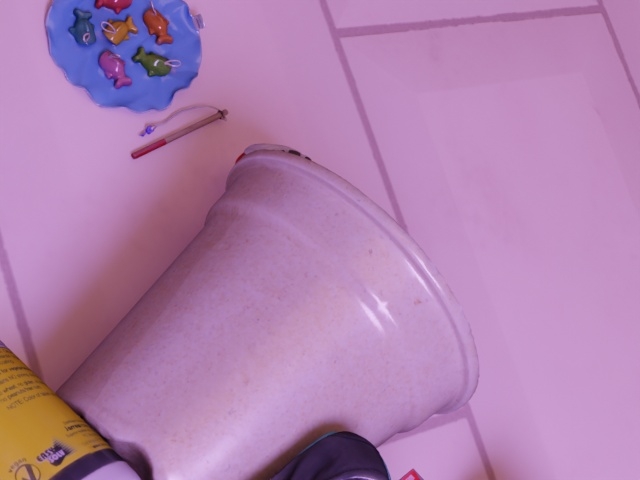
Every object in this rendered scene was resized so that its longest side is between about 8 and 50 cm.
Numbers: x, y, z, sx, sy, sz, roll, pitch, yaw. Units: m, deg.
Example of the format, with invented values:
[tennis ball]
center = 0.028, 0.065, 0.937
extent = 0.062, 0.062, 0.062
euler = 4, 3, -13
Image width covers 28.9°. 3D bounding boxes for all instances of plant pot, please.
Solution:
[plant pot]
center = -0.072, 0.136, 1.186
extent = 0.305, 0.334, 0.334
euler = -43, 96, -25

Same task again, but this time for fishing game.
[fishing game]
center = -0.212, -0.231, 1.392
extent = 0.189, 0.041, 0.264
euler = -29, 88, -34

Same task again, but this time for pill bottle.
[pill bottle]
center = -0.325, 0.161, 1.038
extent = 0.334, 0.188, 0.188
euler = 41, 53, 14

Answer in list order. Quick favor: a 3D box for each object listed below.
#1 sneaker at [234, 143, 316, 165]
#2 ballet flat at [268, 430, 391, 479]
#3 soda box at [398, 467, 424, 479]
[sneaker]
center = 0.000, 0.000, 1.392
extent = 0.107, 0.118, 0.279
euler = -38, 114, -14
[ballet flat]
center = -0.055, 0.263, 1.021
extent = 0.280, 0.096, 0.095
euler = -39, 127, -12
[soda box]
center = 0.038, 0.321, 1.180
extent = 0.083, 0.263, 0.092
euler = 47, 50, 12
